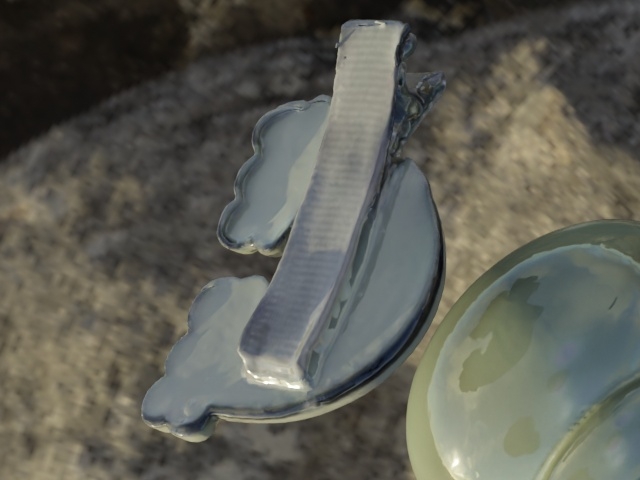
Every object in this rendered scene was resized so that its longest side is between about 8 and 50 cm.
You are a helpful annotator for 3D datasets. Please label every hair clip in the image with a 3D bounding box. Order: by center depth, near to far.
[{"bbox_3d":[0.000,0.000,0.947,0.140,0.054,0.220,10,72,34],"label":"hair clip"}]

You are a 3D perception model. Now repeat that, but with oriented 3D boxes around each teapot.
[{"bbox_3d":[0.184,0.053,1.026,0.149,0.220,0.318,54,126,40],"label":"teapot"}]
